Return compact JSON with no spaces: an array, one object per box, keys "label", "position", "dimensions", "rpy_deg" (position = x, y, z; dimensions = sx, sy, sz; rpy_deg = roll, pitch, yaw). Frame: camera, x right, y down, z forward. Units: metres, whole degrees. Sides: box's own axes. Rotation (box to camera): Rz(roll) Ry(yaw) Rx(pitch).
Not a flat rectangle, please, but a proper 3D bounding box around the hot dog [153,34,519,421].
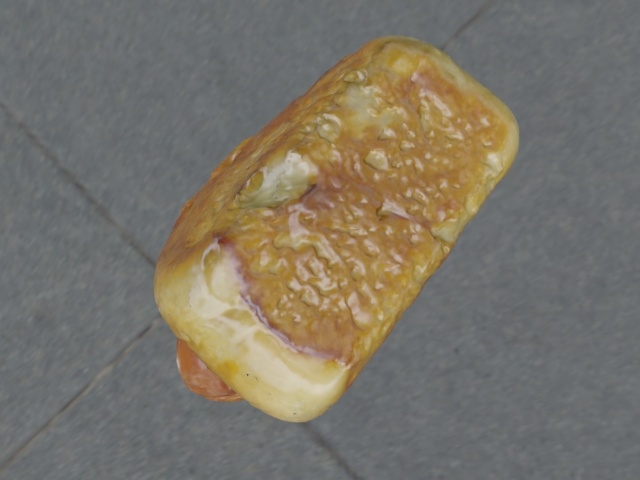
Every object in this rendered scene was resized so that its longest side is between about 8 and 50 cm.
[{"label":"hot dog","position":[0.000,0.000,0.948],"dimensions":[0.150,0.153,0.257],"rpy_deg":[43,59,-7]}]
